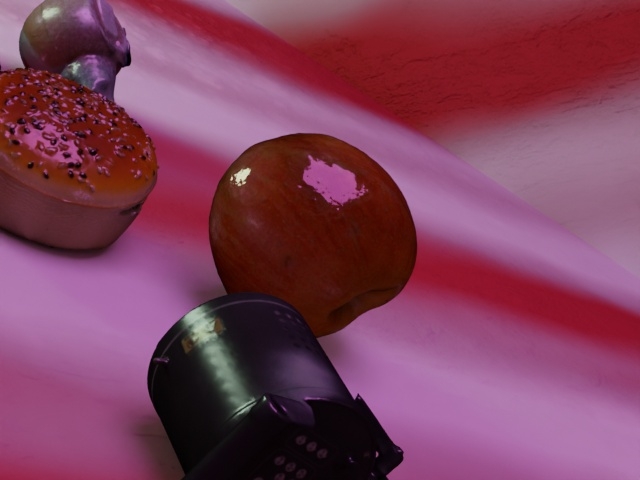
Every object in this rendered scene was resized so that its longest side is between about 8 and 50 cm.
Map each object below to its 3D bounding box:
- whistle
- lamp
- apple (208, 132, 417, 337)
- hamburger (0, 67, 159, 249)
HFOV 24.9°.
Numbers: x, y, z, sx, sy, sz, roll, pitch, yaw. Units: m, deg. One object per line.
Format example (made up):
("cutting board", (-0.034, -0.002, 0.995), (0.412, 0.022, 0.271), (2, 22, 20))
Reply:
("whistle", (-0.398, -0.269, 2.395), (0.189, 0.189, 0.348), (10, 50, -45))
("lamp", (-0.079, 0.186, 1.606), (0.272, 0.205, 0.374), (49, 10, 32))
("apple", (0.000, 0.000, 2.043), (0.301, 0.301, 0.301), (27, 20, -10))
("hamburger", (-0.365, -0.120, 1.992), (0.300, 0.176, 0.300), (27, 21, -12))
